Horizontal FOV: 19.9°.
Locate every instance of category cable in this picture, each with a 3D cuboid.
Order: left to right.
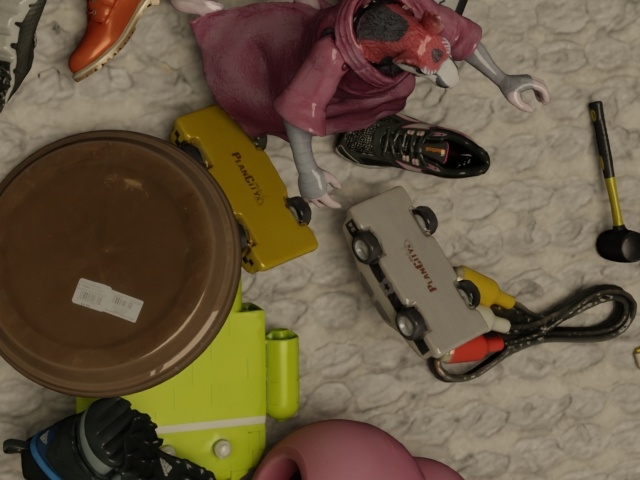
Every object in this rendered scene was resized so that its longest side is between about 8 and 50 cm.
[{"bbox_3d":[0.234,0.105,2.065,0.287,0.072,0.139,7,98,-21],"label":"cable"}]

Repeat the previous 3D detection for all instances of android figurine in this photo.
[{"bbox_3d":[-0.141,0.160,1.938,0.248,0.056,0.273,-2,98,-21],"label":"android figurine"}]

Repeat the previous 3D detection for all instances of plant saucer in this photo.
[{"bbox_3d":[-0.217,0.018,1.807,0.278,0.041,0.278,-1,75,5],"label":"plant saucer"}]

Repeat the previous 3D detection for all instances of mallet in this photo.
[{"bbox_3d":[0.330,-0.065,2.100,0.039,0.062,0.190,-13,89,-20],"label":"mallet"}]

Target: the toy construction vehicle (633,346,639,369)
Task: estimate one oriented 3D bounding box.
[{"bbox_3d":[0.427,0.145,2.169,0.098,0.035,0.086,-21,106,-17],"label":"toy construction vehicle"}]

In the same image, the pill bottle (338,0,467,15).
[{"bbox_3d":[0.120,-0.338,1.913,0.130,0.130,0.246,21,91,-23],"label":"pill bottle"}]

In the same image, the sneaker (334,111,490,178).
[{"bbox_3d":[0.107,-0.105,1.977,0.178,0.077,0.072,5,96,-22],"label":"sneaker"}]

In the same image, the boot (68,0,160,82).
[{"bbox_3d":[-0.220,-0.237,1.840,0.084,0.059,0.158,38,76,-20],"label":"boot"}]

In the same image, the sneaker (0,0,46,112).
[{"bbox_3d":[-0.308,-0.224,1.782,0.078,0.106,0.234,18,88,-3],"label":"sneaker"}]

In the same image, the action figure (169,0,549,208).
[{"bbox_3d":[0.040,-0.194,1.758,0.248,0.370,0.276,-26,93,-19],"label":"action figure"}]

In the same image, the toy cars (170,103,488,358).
[{"bbox_3d":[0.000,0.000,1.927,0.393,0.087,0.176,27,55,-14],"label":"toy cars"}]

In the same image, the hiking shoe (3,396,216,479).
[{"bbox_3d":[-0.187,0.276,1.882,0.132,0.113,0.304,-17,126,27],"label":"hiking shoe"}]

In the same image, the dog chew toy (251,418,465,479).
[{"bbox_3d":[0.082,0.319,1.983,0.332,0.206,0.207,22,90,-33],"label":"dog chew toy"}]
